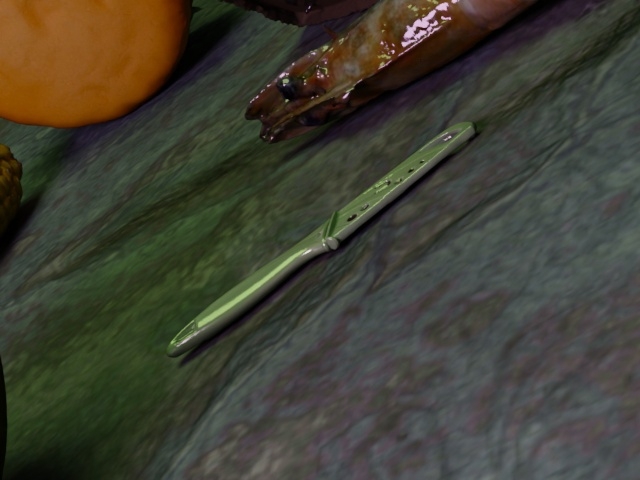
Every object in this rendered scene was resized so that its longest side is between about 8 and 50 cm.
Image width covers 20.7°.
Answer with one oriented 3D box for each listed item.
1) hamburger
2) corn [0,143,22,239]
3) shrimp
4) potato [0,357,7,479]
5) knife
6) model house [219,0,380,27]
[{"bbox_3d":[-0.212,-0.220,1.403,0.246,0.246,0.170,-30,31,22],"label":"hamburger"},{"bbox_3d":[-0.311,0.023,1.280,0.102,0.102,0.313,-25,25,32],"label":"corn"},{"bbox_3d":[0.085,-0.153,1.067,0.296,0.058,0.169,-28,12,27],"label":"shrimp"},{"bbox_3d":[-0.274,0.133,0.824,0.219,0.270,0.359,-21,50,26],"label":"potato"},{"bbox_3d":[0.000,0.000,0.941,0.207,0.014,0.030,-38,20,1],"label":"knife"},{"bbox_3d":[0.012,-0.246,1.280,0.176,0.181,0.248,2,-5,0],"label":"model house"}]
